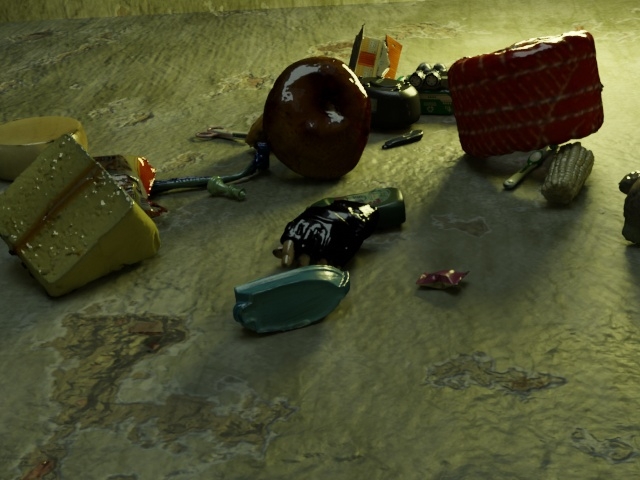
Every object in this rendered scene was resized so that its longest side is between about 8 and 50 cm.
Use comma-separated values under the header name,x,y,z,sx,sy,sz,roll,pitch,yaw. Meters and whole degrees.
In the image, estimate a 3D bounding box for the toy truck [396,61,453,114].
name,x,y,z,sx,sy,sz,roll,pitch,yaw
toy truck,0.316,-0.397,2.478,0.254,0.124,0.114,6,28,18

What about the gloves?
name,x,y,z,sx,sy,sz,roll,pitch,yaw
gloves,0.000,0.000,1.734,0.164,0.124,0.203,-9,11,36

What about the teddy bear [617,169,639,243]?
name,x,y,z,sx,sy,sz,roll,pitch,yaw
teddy bear,0.668,-0.091,1.749,0.236,0.151,0.267,16,34,33

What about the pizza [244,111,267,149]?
name,x,y,z,sx,sy,sz,roll,pitch,yaw
pizza,-0.080,-0.295,2.320,0.226,0.147,0.069,-21,68,-25

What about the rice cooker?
name,x,y,z,sx,sy,sz,roll,pitch,yaw
rice cooker,0.157,-0.349,2.408,0.203,0.118,0.142,13,31,25

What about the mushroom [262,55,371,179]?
name,x,y,z,sx,sy,sz,roll,pitch,yaw
mushroom,-0.015,-0.260,2.152,0.267,0.254,0.267,15,50,-18

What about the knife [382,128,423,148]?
name,x,y,z,sx,sy,sz,roll,pitch,yaw
knife,0.200,-0.246,2.303,0.121,0.018,0.031,-18,36,-24

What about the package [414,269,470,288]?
name,x,y,z,sx,sy,sz,roll,pitch,yaw
package,0.211,0.067,1.644,0.083,0.029,0.059,0,21,30

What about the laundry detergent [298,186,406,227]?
name,x,y,z,sx,sy,sz,roll,pitch,yaw
laundry detergent,0.060,-0.061,1.899,0.211,0.062,0.137,-7,24,0

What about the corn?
name,x,y,z,sx,sy,sz,roll,pitch,yaw
corn,0.510,-0.133,1.954,0.087,0.087,0.211,7,34,23

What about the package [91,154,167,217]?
name,x,y,z,sx,sy,sz,roll,pitch,yaw
package,-0.479,-0.106,2.003,0.288,0.108,0.223,-7,39,-12

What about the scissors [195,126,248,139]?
name,x,y,z,sx,sy,sz,roll,pitch,yaw
scissors,-0.237,-0.272,2.425,0.176,0.022,0.085,11,26,35

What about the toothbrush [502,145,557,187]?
name,x,y,z,sx,sy,sz,roll,pitch,yaw
toothbrush,0.473,-0.178,2.104,0.030,0.030,0.304,12,31,31

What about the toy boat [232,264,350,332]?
name,x,y,z,sx,sy,sz,roll,pitch,yaw
toy boat,-0.051,0.085,1.582,0.215,0.088,0.102,-13,23,-14

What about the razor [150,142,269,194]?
name,x,y,z,sx,sy,sz,roll,pitch,yaw
razor,-0.266,-0.142,2.135,0.324,0.093,0.056,-15,63,-12

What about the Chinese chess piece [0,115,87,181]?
name,x,y,z,sx,sy,sz,roll,pitch,yaw
Chinese chess piece,-0.701,-0.229,2.331,0.251,0.097,0.250,-3,25,1

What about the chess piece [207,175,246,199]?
name,x,y,z,sx,sy,sz,roll,pitch,yaw
chess piece,-0.201,-0.110,2.070,0.093,0.042,0.042,20,35,30

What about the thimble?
name,x,y,z,sx,sy,sz,roll,pitch,yaw
thimble,0.459,-0.326,2.103,0.350,0.230,0.350,-12,10,2

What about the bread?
name,x,y,z,sx,sy,sz,roll,pitch,yaw
bread,-0.470,-0.025,1.805,0.236,0.198,0.263,-43,61,-7

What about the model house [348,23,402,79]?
name,x,y,z,sx,sy,sz,roll,pitch,yaw
model house,0.148,-0.461,2.597,0.136,0.219,0.207,11,-3,-7
